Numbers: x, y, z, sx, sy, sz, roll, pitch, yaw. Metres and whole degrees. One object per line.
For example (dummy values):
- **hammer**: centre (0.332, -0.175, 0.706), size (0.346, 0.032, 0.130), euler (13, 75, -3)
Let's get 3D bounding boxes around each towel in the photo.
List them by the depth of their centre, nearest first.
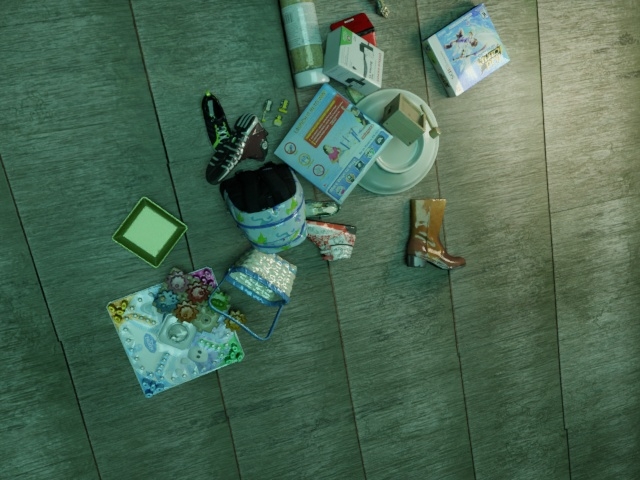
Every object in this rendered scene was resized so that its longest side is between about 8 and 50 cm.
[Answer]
- **towel**: centre (0.169, -0.535, 1.971), size (0.110, 0.027, 0.148), euler (-34, 106, -5)

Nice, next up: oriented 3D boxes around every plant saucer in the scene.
- **plant saucer**: centre (-0.596, -0.031, 1.856), size (0.188, 0.045, 0.188), euler (37, 89, -18)
- **plant saucer**: centre (0.274, -0.362, 1.974), size (0.401, 0.100, 0.400), euler (-4, 105, -14)

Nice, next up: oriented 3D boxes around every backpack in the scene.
- **backpack**: centre (-0.173, -0.114, 1.788), size (0.290, 0.355, 0.273), euler (-17, 104, -12)

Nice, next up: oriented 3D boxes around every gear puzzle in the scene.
- **gear puzzle**: centre (-0.420, 0.246, 1.898), size (0.339, 0.044, 0.175), euler (30, 91, -17)

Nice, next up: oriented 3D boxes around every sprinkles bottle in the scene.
- **sprinkles bottle**: centre (-0.060, -0.715, 1.831), size (0.121, 0.121, 0.355), euler (-15, 103, -11)

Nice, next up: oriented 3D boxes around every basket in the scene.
- **basket**: centre (-0.229, 0.179, 1.888), size (0.255, 0.201, 0.288), euler (39, 58, -16)

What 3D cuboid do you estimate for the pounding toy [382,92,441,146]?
- **pounding toy**: centre (0.322, -0.412, 1.866), size (0.206, 0.181, 0.094), euler (35, 128, -19)

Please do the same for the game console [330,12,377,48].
- **game console**: centre (0.121, -0.739, 1.930), size (0.144, 0.085, 0.124), euler (-25, 74, -9)

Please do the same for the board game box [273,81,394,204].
- **board game box**: centre (0.047, -0.339, 1.874), size (0.302, 0.086, 0.308), euler (38, 103, -3)

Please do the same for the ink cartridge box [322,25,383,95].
- **ink cartridge box**: centre (0.119, -0.625, 1.854), size (0.209, 0.087, 0.152), euler (15, 74, -38)

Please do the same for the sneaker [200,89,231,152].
- **sneaker**: centre (-0.359, -0.397, 1.824), size (0.084, 0.097, 0.234), euler (-23, 105, -9)

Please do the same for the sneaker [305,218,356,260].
- **sneaker**: centre (0.001, 0.000, 1.990), size (0.270, 0.090, 0.144), euler (8, 95, -18)

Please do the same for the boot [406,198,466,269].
- **boot**: centre (0.473, -0.026, 2.125), size (0.264, 0.096, 0.280), euler (5, 91, -7)

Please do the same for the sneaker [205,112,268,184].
- **sneaker**: centre (-0.266, -0.287, 1.839), size (0.281, 0.106, 0.162), euler (-56, 141, -3)

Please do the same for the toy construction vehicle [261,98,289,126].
- **toy construction vehicle**: centre (-0.165, -0.465, 1.899), size (0.086, 0.035, 0.098), euler (10, 100, -27)

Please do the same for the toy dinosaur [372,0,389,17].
- **toy dinosaur**: centre (0.186, -0.933, 1.890), size (0.118, 0.064, 0.268), euler (-42, 104, 3)

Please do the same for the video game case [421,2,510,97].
- **video game case**: centre (0.557, -0.722, 2.019), size (0.270, 0.061, 0.244), euler (-35, 107, -6)

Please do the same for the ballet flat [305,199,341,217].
- **ballet flat**: centre (-0.012, -0.118, 1.979), size (0.189, 0.070, 0.070), euler (-8, 102, -12)

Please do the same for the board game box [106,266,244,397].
- **board game box**: centre (-0.522, 0.340, 1.938), size (0.390, 0.050, 0.389), euler (-20, 103, -10)
